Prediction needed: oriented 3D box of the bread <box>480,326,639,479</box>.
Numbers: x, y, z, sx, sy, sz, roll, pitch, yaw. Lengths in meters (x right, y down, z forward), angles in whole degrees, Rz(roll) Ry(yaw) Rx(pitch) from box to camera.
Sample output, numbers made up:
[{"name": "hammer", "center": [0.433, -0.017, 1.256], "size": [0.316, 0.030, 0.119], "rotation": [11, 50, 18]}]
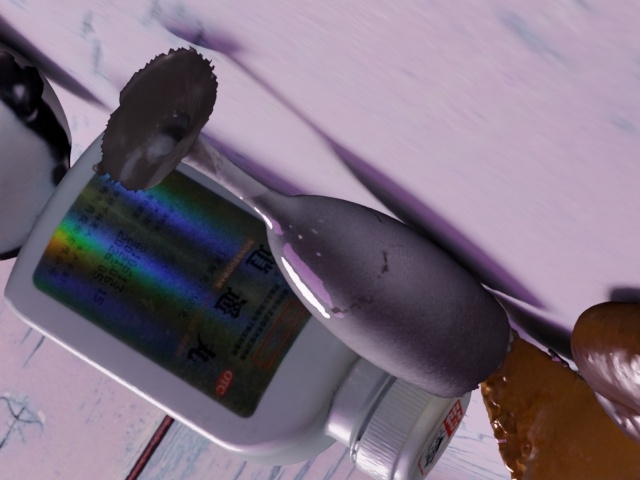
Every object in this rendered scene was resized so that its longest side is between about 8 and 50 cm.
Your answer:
[{"name": "bread", "center": [0.121, 0.069, 0.841], "size": [0.084, 0.080, 0.109], "rotation": [31, -141, -57]}]

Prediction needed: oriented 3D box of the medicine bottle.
[{"name": "medicine bottle", "center": [-0.036, 0.041, 0.955], "size": [0.229, 0.121, 0.083], "rotation": [31, 172, 15]}]

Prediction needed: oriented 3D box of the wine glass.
[{"name": "wine glass", "center": [0.000, 0.000, 0.769], "size": [0.198, 0.066, 0.066], "rotation": [36, 173, -39]}]

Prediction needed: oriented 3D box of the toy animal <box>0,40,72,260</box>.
[{"name": "toy animal", "center": [-0.233, -0.075, 1.046], "size": [0.179, 0.138, 0.166], "rotation": [38, 157, 37]}]

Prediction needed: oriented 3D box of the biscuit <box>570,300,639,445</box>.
[{"name": "biscuit", "center": [0.178, 0.088, 0.674], "size": [0.212, 0.036, 0.212], "rotation": [33, 173, 5]}]
